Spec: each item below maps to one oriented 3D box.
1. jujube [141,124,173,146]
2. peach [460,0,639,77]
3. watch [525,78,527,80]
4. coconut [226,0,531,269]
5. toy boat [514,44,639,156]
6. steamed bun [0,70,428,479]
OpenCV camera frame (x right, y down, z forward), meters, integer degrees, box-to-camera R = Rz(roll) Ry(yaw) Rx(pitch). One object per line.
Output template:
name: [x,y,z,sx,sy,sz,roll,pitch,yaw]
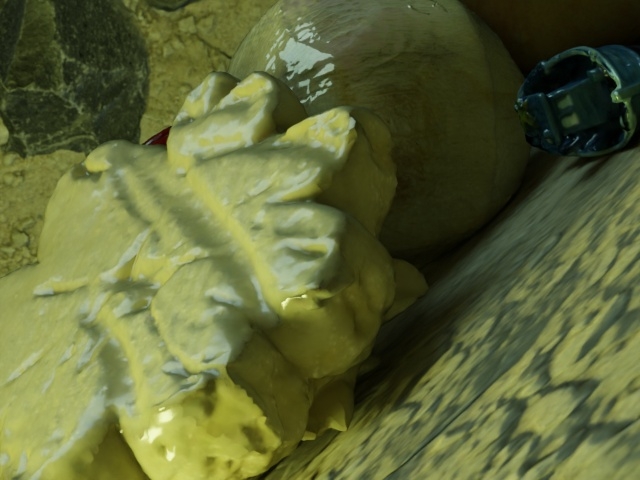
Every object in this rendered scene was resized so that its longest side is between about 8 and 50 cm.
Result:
jujube: [-0.127,-0.014,1.775,0.250,0.174,0.174,-31,11,33]
peach: [0.143,-0.186,1.255,0.232,0.232,0.232,-41,6,5]
watch: [0.128,-0.226,1.539,0.305,0.241,0.274,-35,22,45]
coconut: [0.021,-0.063,1.163,0.194,0.194,0.194,-41,6,5]
toy boat: [0.139,-0.072,1.035,0.061,0.060,0.137,-23,6,-20]
steamed bun: [-0.075,0.060,1.021,0.292,0.137,0.295,-17,42,30]
